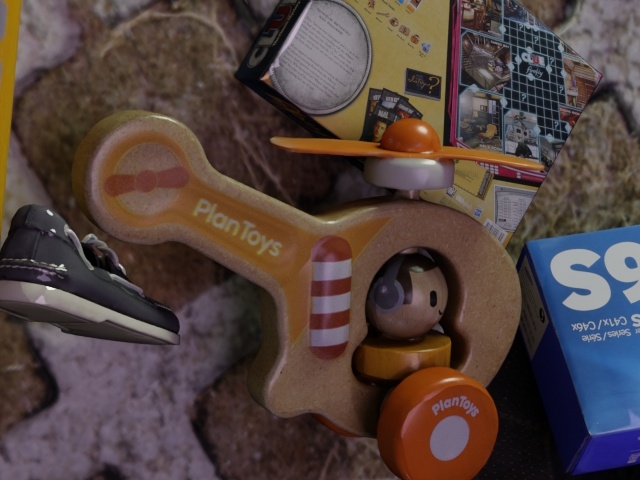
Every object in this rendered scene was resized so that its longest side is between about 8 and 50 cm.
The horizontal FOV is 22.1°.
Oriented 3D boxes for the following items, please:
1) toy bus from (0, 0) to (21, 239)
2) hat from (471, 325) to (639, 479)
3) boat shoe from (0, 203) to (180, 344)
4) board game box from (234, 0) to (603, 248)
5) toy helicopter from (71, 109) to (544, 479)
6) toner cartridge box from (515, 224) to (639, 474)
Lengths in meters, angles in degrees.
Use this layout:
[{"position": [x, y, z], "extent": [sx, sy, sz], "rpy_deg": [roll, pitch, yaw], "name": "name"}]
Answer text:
[{"position": [-0.261, -0.028, 0.969], "extent": [0.130, 0.108, 0.332], "rpy_deg": [3, 96, -31], "name": "toy bus"}, {"position": [0.262, 0.183, 1.271], "extent": [0.331, 0.134, 0.331], "rpy_deg": [3, 59, -4], "name": "hat"}, {"position": [-0.138, 0.026, 1.025], "extent": [0.206, 0.075, 0.065], "rpy_deg": [32, 62, -68], "name": "boat shoe"}, {"position": [0.077, -0.118, 1.181], "extent": [0.243, 0.042, 0.165], "rpy_deg": [35, 81, -29], "name": "board game box"}, {"position": [0.000, 0.000, 1.083], "extent": [0.355, 0.140, 0.235], "rpy_deg": [28, 90, -32], "name": "toy helicopter"}, {"position": [0.332, 0.061, 1.232], "extent": [0.348, 0.075, 0.165], "rpy_deg": [-9, 61, -11], "name": "toner cartridge box"}]
